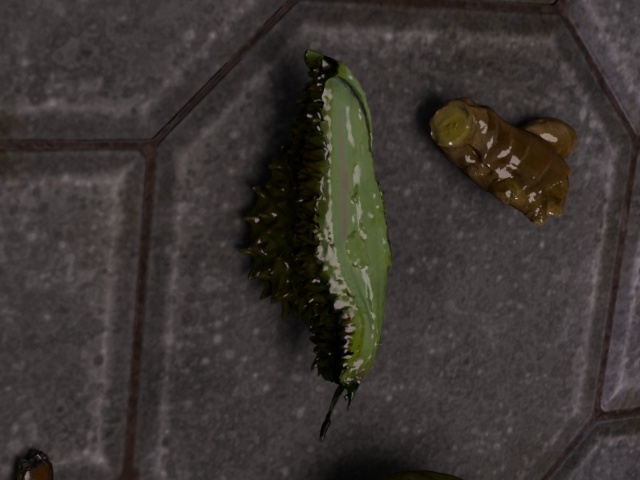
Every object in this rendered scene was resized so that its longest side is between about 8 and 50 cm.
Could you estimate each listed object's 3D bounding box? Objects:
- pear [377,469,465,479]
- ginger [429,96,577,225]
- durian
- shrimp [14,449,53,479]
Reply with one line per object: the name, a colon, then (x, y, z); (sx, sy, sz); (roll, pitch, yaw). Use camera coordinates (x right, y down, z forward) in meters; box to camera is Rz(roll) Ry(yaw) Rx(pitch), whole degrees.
pear: (0.109, 0.377, 1.497); (0.294, 0.294, 0.294); (-11, 110, -32)
ginger: (0.192, -0.079, 1.528); (0.205, 0.081, 0.115); (8, 93, -37)
durian: (0.001, 0.002, 1.407); (0.132, 0.106, 0.375); (-15, 111, -33)
shrimp: (-0.307, 0.251, 1.310); (0.161, 0.049, 0.166); (32, 84, -39)
